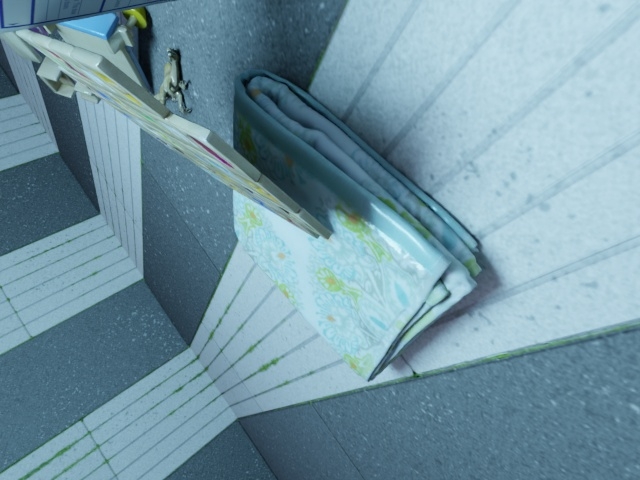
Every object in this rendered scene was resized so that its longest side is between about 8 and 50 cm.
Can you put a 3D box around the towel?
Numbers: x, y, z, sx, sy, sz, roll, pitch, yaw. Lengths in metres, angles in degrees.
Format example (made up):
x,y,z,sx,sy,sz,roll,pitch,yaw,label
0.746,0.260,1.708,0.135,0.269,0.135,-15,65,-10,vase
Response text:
x,y,z,sx,sy,sz,roll,pitch,yaw,label
0.000,0.000,0.575,0.374,0.090,0.321,46,146,19,towel

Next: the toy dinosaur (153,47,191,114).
x,y,z,sx,sy,sz,roll,pitch,yaw,label
-0.282,-0.280,0.774,0.183,0.053,0.093,-24,82,51,toy dinosaur

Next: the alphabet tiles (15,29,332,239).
x,y,z,sx,sy,sz,roll,pitch,yaw,label
-0.147,-0.103,0.441,0.342,0.011,0.285,30,175,38,alphabet tiles

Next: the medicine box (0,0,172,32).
x,y,z,sx,sy,sz,roll,pitch,yaw,label
-0.131,-0.300,0.301,0.263,0.289,0.149,3,121,53,medicine box

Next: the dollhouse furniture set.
x,y,z,sx,sy,sz,roll,pitch,yaw,label
-0.442,-0.422,0.844,0.303,0.198,0.286,19,164,4,dollhouse furniture set
